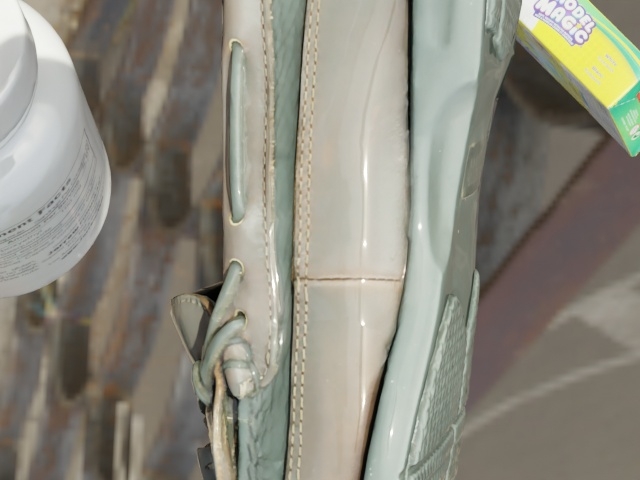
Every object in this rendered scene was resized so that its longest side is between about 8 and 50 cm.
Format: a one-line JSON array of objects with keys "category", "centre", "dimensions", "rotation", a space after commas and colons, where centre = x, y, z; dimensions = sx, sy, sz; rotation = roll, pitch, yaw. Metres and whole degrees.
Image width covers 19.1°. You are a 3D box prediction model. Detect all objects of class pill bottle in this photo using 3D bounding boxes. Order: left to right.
[{"category": "pill bottle", "centre": [-0.184, -0.058, 0.975], "dimensions": [0.131, 0.131, 0.229], "rotation": [-1, 164, 0]}]

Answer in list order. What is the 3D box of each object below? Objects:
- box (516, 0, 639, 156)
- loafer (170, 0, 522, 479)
[{"category": "box", "centre": [0.144, -0.139, 1.202], "dimensions": [0.043, 0.179, 0.105], "rotation": [-44, 158, 2]}, {"category": "loafer", "centre": [0.000, 0.000, 0.503], "dimensions": [0.084, 0.267, 0.096], "rotation": [9, -176, 13]}]
